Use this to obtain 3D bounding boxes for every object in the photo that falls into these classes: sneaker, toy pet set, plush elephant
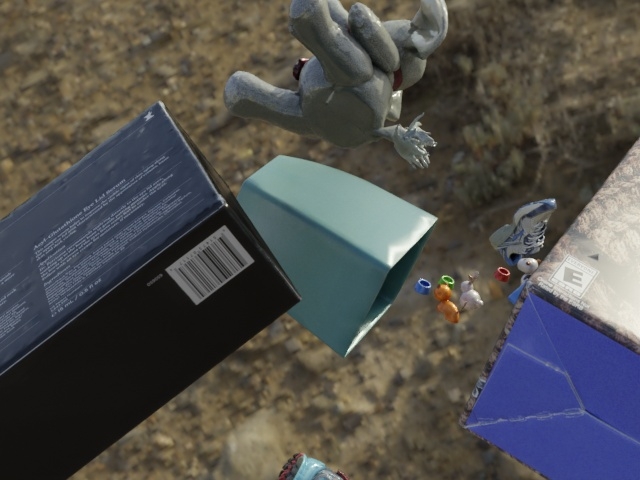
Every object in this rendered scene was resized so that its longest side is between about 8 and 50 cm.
[{"bbox_3d":[0.283,-0.010,1.616,0.052,0.135,0.058,-13,68,-29],"label":"sneaker"},{"bbox_3d":[0.170,0.042,1.075,0.122,0.065,0.114,-8,41,-40],"label":"toy pet set"},{"bbox_3d":[-0.032,0.422,1.598,0.104,0.125,0.262,-90,23,-79],"label":"sneaker"},{"bbox_3d":[0.064,-0.281,1.882,0.272,0.330,0.255,-54,9,44],"label":"plush elephant"}]

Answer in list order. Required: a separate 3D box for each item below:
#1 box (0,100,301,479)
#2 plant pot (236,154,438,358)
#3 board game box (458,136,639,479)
[{"bbox_3d":[-0.166,0.046,0.816,0.261,0.103,0.184,-37,36,1],"label":"box"},{"bbox_3d":[0.000,0.000,1.615,0.234,0.165,0.165,34,36,11],"label":"plant pot"},{"bbox_3d":[0.276,0.066,0.856,0.232,0.141,0.291,30,41,15],"label":"board game box"}]
